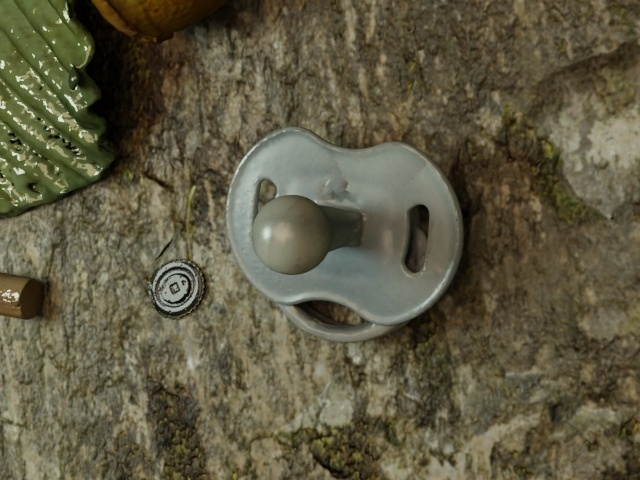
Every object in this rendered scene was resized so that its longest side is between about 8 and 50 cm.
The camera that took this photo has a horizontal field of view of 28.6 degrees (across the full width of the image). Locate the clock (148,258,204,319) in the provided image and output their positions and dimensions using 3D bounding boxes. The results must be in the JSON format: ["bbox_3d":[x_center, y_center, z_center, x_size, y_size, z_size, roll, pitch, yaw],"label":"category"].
[{"bbox_3d":[-0.183,0.061,1.605,0.083,0.010,0.074,-31,76,21],"label":"clock"}]

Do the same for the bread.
[{"bbox_3d":[-0.206,-0.358,1.497,0.146,0.268,0.268,-15,83,17],"label":"bread"}]

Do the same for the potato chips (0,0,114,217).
[{"bbox_3d":[-0.410,-0.236,1.660,0.373,0.097,0.389,-31,79,39],"label":"potato chips"}]

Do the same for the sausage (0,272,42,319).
[{"bbox_3d":[-0.517,0.070,1.731,0.301,0.066,0.065,2,90,22],"label":"sausage"}]

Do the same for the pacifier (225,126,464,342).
[{"bbox_3d":[0.000,0.000,1.402,0.299,0.233,0.244,10,96,26],"label":"pacifier"}]
